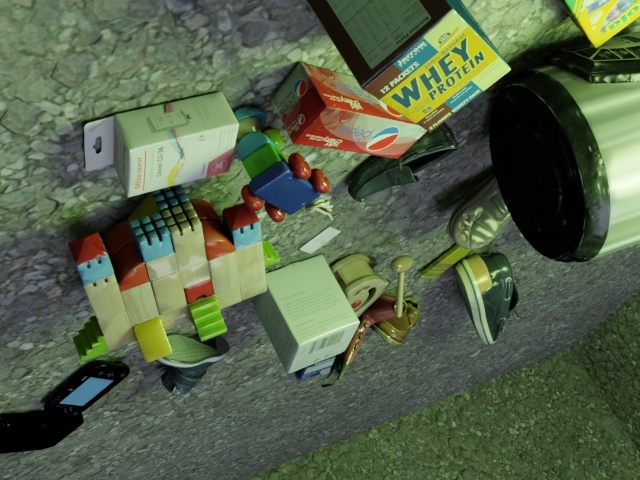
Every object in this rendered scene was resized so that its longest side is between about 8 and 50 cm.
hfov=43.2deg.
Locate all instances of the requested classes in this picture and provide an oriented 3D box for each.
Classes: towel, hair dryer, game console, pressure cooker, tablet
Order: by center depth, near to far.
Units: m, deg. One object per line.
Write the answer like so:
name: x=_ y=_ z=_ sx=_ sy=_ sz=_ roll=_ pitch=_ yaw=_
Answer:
pressure cooker: x=0.565 y=-0.181 z=1.479 sx=0.421 sy=0.369 sz=0.375 roll=-17 pitch=165 yaw=-9
tablet: x=0.000 y=0.000 z=1.695 sx=0.083 sy=0.006 sz=0.054 roll=-36 pitch=155 yaw=18
game console: x=-0.572 y=0.365 z=1.764 sx=0.361 sy=0.044 sz=0.213 roll=-39 pitch=154 yaw=22
hair dryer: x=0.106 y=0.227 z=2.012 sx=0.080 sy=0.223 sz=0.293 roll=28 pitch=123 yaw=-30
towel: x=0.366 y=0.025 z=2.124 sx=0.237 sy=0.021 sz=0.102 roll=-40 pitch=159 yaw=23

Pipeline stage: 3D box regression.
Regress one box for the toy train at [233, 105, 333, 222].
toy train: x=-0.058 y=-0.111 z=1.262 sx=0.105 sy=0.143 sz=0.248 roll=-32 pitch=162 yaw=11

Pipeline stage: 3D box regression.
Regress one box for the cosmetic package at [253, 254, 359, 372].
cosmetic package: x=-0.035 y=0.159 z=1.754 sx=0.151 sy=0.183 sz=0.151 roll=-18 pitch=153 yaw=-23

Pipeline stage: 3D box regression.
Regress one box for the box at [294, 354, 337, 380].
box: x=0.015 y=0.331 z=2.324 sx=0.137 sy=0.036 sz=0.225 roll=-14 pitch=156 yaw=-24

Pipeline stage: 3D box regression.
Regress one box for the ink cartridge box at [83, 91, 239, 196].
ink cartridge box: x=-0.222 y=-0.128 z=1.125 sx=0.198 sy=0.067 sz=0.115 roll=-17 pitch=154 yaw=-23

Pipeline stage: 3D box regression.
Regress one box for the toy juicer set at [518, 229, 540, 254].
toy juicer set: x=0.583 y=-0.068 z=2.051 sx=0.329 sy=0.089 sz=0.209 roll=16 pitch=112 yaw=-42

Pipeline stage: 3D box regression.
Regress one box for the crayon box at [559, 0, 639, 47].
crayon box: x=0.466 y=-0.427 z=1.250 sx=0.203 sy=0.083 sz=0.323 roll=-38 pitch=155 yaw=21

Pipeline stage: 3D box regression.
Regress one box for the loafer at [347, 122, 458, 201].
loafer: x=0.151 y=-0.136 z=1.495 sx=0.223 sy=0.078 sz=0.076 roll=-35 pitch=155 yaw=14

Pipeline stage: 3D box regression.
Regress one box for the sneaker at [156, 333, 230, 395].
sneaker: x=-0.326 y=0.284 z=1.812 sx=0.163 sy=0.086 sz=0.226 roll=-42 pitch=154 yaw=22

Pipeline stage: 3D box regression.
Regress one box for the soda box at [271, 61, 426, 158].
soda box: x=0.051 y=-0.195 z=1.255 sx=0.263 sy=0.092 sz=0.083 roll=1 pitch=144 yaw=-48

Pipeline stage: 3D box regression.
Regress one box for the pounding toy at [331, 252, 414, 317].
pounding toy: x=0.093 y=0.132 z=1.874 sx=0.154 sy=0.154 sz=0.269 roll=-4 pitch=145 yaw=-48

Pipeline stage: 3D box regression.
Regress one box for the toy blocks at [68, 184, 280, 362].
toy blocks: x=-0.243 y=0.024 z=1.314 sx=0.382 sy=0.190 sz=0.260 roll=-20 pitch=144 yaw=-16

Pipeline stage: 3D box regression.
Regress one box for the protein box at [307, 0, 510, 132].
protein box: x=0.103 y=-0.275 z=1.015 sx=0.136 sy=0.201 sz=0.200 roll=-38 pitch=154 yaw=21

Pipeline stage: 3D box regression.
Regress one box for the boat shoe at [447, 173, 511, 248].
boat shoe: x=0.410 y=-0.107 z=1.819 sx=0.324 sy=0.123 sz=0.116 roll=-35 pitch=-170 yaw=-6

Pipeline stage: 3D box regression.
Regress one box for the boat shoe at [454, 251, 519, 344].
boat shoe: x=0.499 y=0.172 z=2.362 sx=0.156 sy=0.186 sz=0.500 roll=-23 pitch=151 yaw=3

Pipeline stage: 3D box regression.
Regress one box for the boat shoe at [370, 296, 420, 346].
boat shoe: x=0.204 y=0.203 z=2.164 sx=0.104 sy=0.111 sz=0.307 roll=-51 pitch=174 yaw=9
